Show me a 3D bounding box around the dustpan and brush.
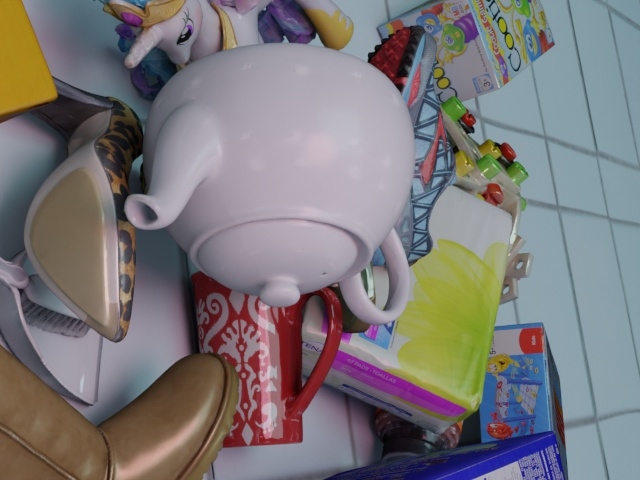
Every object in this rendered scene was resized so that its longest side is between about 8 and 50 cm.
[{"bbox_3d":[-0.233,0.042,0.896,0.211,0.060,0.147,28,55,-48],"label":"dustpan and brush"}]

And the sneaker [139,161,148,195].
[{"bbox_3d":[-0.157,-0.070,1.045,0.031,0.083,0.035,-11,57,-33],"label":"sneaker"}]

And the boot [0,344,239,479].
[{"bbox_3d":[-0.204,0.125,0.843,0.269,0.089,0.236,47,61,-35],"label":"boot"}]

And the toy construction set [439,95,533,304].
[{"bbox_3d":[0.210,-0.066,1.503,0.328,0.151,0.215,51,15,-43],"label":"toy construction set"}]

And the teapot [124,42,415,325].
[{"bbox_3d":[-0.031,-0.032,0.939,0.252,0.256,0.187,105,-17,-65],"label":"teapot"}]

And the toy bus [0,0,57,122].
[{"bbox_3d":[-0.323,-0.236,0.809,0.108,0.130,0.333,-32,104,-55],"label":"toy bus"}]

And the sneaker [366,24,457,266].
[{"bbox_3d":[0.091,-0.098,1.191,0.125,0.104,0.262,12,90,-34],"label":"sneaker"}]

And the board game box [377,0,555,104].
[{"bbox_3d":[0.223,-0.300,1.619,0.275,0.142,0.144,-40,110,-54],"label":"board game box"}]

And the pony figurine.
[{"bbox_3d":[-0.081,-0.254,1.088,0.363,0.302,0.351,45,50,-59],"label":"pony figurine"}]

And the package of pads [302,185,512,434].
[{"bbox_3d":[0.095,0.049,1.258,0.229,0.101,0.297,25,52,-12],"label":"package of pads"}]

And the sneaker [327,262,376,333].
[{"bbox_3d":[0.000,0.000,1.106,0.086,0.064,0.192,-2,86,-36],"label":"sneaker"}]

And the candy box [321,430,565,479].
[{"bbox_3d":[0.057,0.281,1.041,0.317,0.268,0.122,0,74,-55],"label":"candy box"}]

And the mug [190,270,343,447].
[{"bbox_3d":[-0.059,0.112,1.057,0.113,0.150,0.169,3,78,-31],"label":"mug"}]

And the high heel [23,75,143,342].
[{"bbox_3d":[-0.170,-0.024,0.934,0.186,0.093,0.261,27,37,-63],"label":"high heel"}]

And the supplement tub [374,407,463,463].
[{"bbox_3d":[0.123,0.186,1.320,0.106,0.106,0.198,47,42,-36],"label":"supplement tub"}]

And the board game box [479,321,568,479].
[{"bbox_3d":[0.268,0.291,1.418,0.308,0.086,0.302,52,34,-65],"label":"board game box"}]
